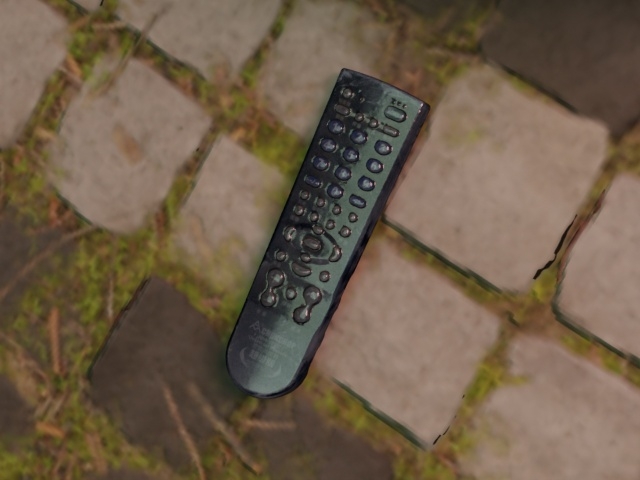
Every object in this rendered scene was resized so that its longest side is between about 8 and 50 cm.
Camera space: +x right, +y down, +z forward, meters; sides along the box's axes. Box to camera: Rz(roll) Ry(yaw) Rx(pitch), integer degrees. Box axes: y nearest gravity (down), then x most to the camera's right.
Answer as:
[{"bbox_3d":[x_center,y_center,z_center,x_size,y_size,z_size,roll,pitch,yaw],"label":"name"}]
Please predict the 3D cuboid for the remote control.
[{"bbox_3d":[-0.001,0.000,0.640,0.043,0.027,0.152,27,98,24],"label":"remote control"}]
